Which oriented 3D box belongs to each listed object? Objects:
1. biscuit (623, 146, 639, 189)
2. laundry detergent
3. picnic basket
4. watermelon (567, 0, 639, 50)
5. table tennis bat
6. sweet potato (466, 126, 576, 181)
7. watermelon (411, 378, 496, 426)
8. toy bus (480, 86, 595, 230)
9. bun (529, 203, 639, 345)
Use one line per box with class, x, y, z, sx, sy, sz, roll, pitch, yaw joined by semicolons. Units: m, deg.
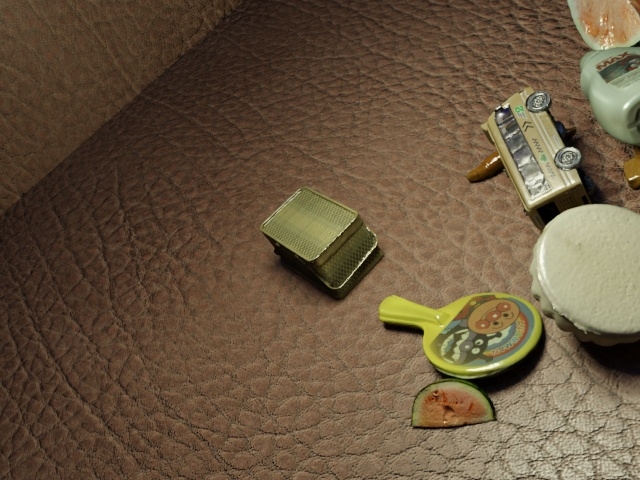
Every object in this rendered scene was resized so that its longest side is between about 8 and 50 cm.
biscuit;0.752;-0.178;1.751;0.301;0.043;0.278;-19;40;20
laundry detergent;0.676;-0.339;1.895;0.263;0.125;0.398;-23;24;3
picnic basket;0.000;0.000;2.048;0.165;0.139;0.266;-45;38;-12
watermelon;0.717;-0.533;2.070;0.256;0.176;0.260;-23;60;27
table tennis bat;0.261;0.165;1.740;0.368;0.054;0.224;13;47;45
sweet potato;0.449;-0.199;1.997;0.264;0.057;0.057;-22;39;23
watermelon;0.243;0.289;1.635;0.163;0.087;0.069;-10;7;26
toy bus;0.454;-0.171;1.852;0.157;0.139;0.290;-27;54;15
bun;0.489;0.080;1.589;0.263;0.175;0.263;2;65;-3
